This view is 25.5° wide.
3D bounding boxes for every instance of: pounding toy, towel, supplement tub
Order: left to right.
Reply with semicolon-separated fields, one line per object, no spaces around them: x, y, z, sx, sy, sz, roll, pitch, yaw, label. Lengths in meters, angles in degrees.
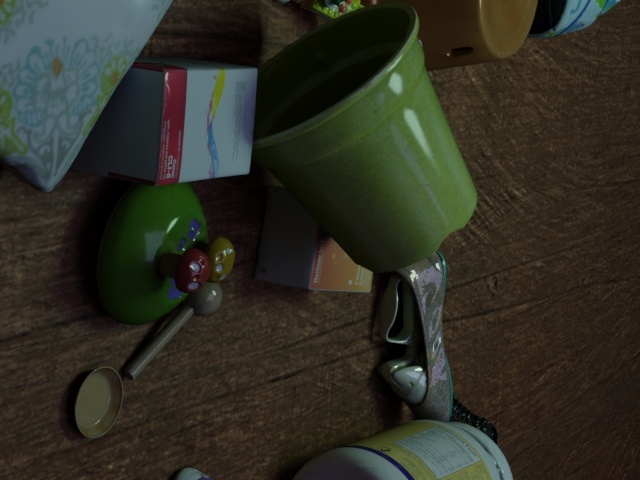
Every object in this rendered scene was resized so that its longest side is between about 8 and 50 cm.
-0.289;-0.259;1.318;0.320;0.090;0.374;-58;144;-7;towel
-0.156;0.041;1.623;0.183;0.110;0.237;-52;148;-39;pounding toy
0.123;0.396;2.085;0.331;0.241;0.241;-8;105;-56;supplement tub

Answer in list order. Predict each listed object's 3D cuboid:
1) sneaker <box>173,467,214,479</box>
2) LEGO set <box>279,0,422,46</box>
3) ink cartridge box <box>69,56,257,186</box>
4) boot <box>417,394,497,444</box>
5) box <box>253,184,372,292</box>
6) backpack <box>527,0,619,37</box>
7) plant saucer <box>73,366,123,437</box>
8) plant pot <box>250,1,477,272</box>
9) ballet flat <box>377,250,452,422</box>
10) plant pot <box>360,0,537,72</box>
-0.108;0.375;1.838;0.236;0.105;0.095;50;55;-54;sneaker
0.054;-0.261;1.847;0.132;0.107;0.287;-43;123;-26;LEGO set
-0.170;-0.136;1.557;0.176;0.128;0.127;-12;110;-57;ink cartridge box
0.227;0.274;2.331;0.077;0.137;0.198;-49;137;-41;boot
0.000;0.000;1.918;0.170;0.091;0.130;5;95;-60;box
0.360;-0.490;2.193;0.273;0.290;0.355;-6;112;-48;backpack
-0.258;0.184;1.617;0.083;0.015;0.083;-25;120;-55;plant saucer
0.058;-0.110;1.734;0.254;0.276;0.276;55;50;-26;plant pot
0.138;0.162;2.210;0.106;0.107;0.316;-16;108;-35;ballet flat
0.178;-0.365;1.997;0.291;0.203;0.290;-23;118;-54;plant pot
